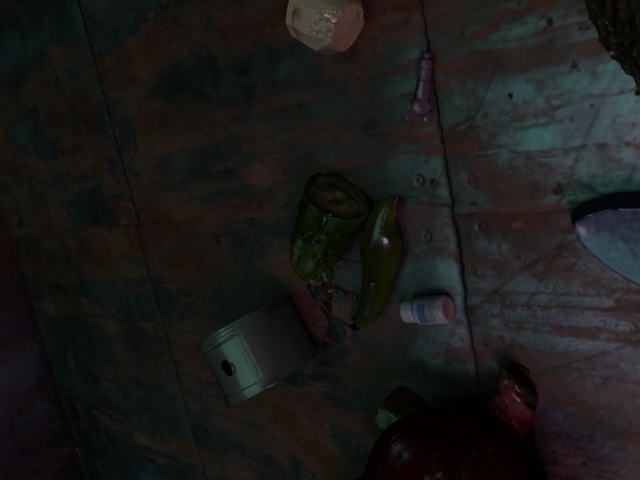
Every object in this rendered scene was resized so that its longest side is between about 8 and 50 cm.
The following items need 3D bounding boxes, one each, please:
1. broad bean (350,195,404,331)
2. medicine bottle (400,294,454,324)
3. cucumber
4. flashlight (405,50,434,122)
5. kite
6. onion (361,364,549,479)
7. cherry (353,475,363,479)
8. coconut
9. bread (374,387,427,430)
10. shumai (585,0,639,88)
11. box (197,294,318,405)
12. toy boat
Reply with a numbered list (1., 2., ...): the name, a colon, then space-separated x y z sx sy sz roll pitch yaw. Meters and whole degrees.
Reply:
1. broad bean: 0.102 0.065 0.996 0.075 0.067 0.325 33 123 38
2. medicine bottle: 0.191 0.126 0.952 0.089 0.052 0.052 -9 100 42
3. cucumber: -0.002 -0.002 1.031 0.134 0.134 0.245 40 131 22
4. flashlight: 0.164 -0.248 0.853 0.031 0.052 0.111 -135 46 -67
5. kite: 0.014 0.097 1.122 0.160 0.010 0.183 19 117 34
6. onion: 0.251 0.382 0.861 0.347 0.347 0.386 26 86 31
7. cherry: 0.124 0.592 1.105 0.195 0.195 0.195 16 116 36
8. coconut: 0.002 -0.383 0.886 0.122 0.116 0.116 41 128 21
9. bread: 0.160 0.347 1.051 0.083 0.070 0.077 31 125 25
10. shumai: 0.422 -0.278 0.465 0.323 0.324 0.398 -36 86 27
11. box: -0.138 0.237 1.157 0.226 0.226 0.150 -34 83 42
12. toy boat: 0.458 0.012 0.667 0.282 0.078 0.127 23 123 31
